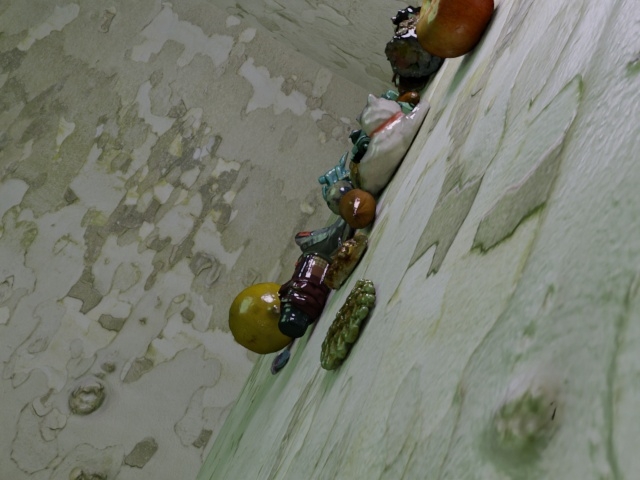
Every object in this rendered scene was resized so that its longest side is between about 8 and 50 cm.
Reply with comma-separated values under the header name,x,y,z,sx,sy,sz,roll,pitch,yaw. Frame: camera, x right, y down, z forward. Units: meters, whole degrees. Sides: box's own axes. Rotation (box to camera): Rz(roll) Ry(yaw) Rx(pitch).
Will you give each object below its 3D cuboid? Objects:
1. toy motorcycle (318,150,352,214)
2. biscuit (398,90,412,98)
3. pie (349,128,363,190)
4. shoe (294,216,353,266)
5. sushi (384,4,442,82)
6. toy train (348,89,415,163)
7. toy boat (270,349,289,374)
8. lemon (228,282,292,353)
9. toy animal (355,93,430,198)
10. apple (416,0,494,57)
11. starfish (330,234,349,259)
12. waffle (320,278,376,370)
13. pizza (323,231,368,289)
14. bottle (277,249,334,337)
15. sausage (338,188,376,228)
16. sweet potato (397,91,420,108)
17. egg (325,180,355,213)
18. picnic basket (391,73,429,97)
name,x,y,z,sx,sy,sz,roll,pitch,yaw
toy motorcycle,0.097,-0.283,2.632,0.296,0.198,0.109,-60,-2,6
biscuit,0.289,-0.548,2.349,0.318,0.040,0.318,-40,1,1
pie,0.172,-0.319,2.090,0.337,0.075,0.337,-174,90,-83
shoe,0.000,0.000,1.922,0.336,0.171,0.132,-60,3,37
sushi,0.357,-0.728,1.990,0.225,0.238,0.218,108,172,-66
toy train,0.205,-0.364,1.829,0.269,0.154,0.115,-61,25,15
toy boat,-0.122,0.397,1.823,0.122,0.034,0.096,-43,17,53
lemon,-0.196,0.277,1.961,0.310,0.258,0.258,-40,20,58
toy animal,0.172,-0.289,1.700,0.308,0.188,0.266,131,158,-61
apple,0.349,-0.580,1.408,0.210,0.173,0.234,161,129,-79
starfish,0.055,0.044,1.777,0.130,0.041,0.133,-41,19,44
waffle,0.050,0.154,1.020,0.183,0.036,0.169,-62,5,5
pizza,0.065,0.051,1.466,0.127,0.058,0.246,-64,2,-31
bottle,-0.053,0.165,1.630,0.271,0.143,0.156,-66,4,-38
sausage,0.109,-0.091,1.584,0.112,0.112,0.328,-61,4,7
sweet potato,0.280,-0.460,2.016,0.112,0.112,0.359,-63,2,-27
egg,0.090,-0.176,2.274,0.141,0.141,0.181,-62,-7,-12
picnic basket,0.347,-0.628,2.147,0.138,0.128,0.178,-8,54,50
